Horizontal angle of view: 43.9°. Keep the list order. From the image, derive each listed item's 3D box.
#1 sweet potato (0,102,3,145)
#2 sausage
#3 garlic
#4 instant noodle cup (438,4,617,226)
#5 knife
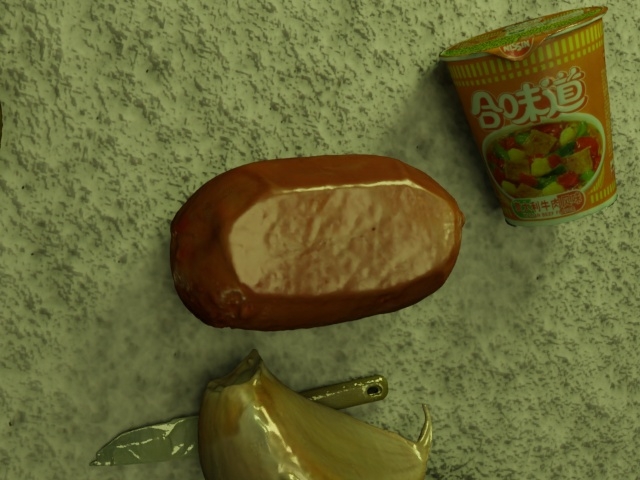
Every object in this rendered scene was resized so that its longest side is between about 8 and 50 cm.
[{"bbox_3d":[-0.296,-0.092,0.653,0.067,0.067,0.274,5,93,-19],"label":"sweet potato"},{"bbox_3d":[0.000,0.000,0.715,0.268,0.141,0.153,-7,95,-16],"label":"sausage"},{"bbox_3d":[-0.001,0.204,0.733,0.245,0.145,0.164,24,68,-30],"label":"garlic"},{"bbox_3d":[0.219,-0.118,0.786,0.168,0.168,0.185,-23,107,-17],"label":"instant noodle cup"},{"bbox_3d":[-0.070,0.178,0.765,0.298,0.017,0.047,-8,105,-19],"label":"knife"}]
